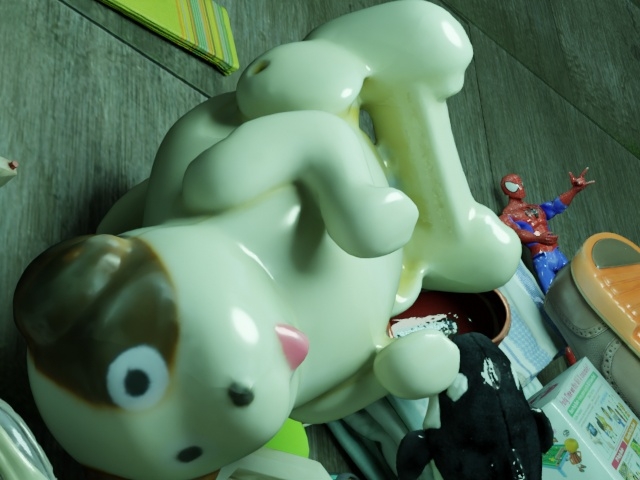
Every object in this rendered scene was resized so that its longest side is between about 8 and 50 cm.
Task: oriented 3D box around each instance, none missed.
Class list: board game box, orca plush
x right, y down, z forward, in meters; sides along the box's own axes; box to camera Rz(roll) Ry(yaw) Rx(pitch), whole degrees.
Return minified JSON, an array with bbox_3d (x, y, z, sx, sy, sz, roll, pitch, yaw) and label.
[{"bbox_3d":[0.312,0.280,1.537,0.303,0.097,0.224,52,19,6],"label":"board game box"},{"bbox_3d":[0.147,0.234,1.381,0.151,0.287,0.102,10,8,-17],"label":"orca plush"}]

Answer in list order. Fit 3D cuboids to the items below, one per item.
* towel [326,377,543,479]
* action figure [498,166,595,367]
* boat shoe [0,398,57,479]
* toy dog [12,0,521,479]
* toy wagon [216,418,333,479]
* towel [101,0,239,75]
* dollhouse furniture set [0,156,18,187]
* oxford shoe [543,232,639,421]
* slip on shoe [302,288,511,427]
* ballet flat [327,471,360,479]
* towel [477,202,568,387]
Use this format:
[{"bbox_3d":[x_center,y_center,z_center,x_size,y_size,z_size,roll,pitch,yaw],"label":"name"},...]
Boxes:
[{"bbox_3d":[0.144,0.194,1.630,0.374,0.090,0.320,56,28,-3],"label":"towel"},{"bbox_3d":[0.320,0.023,1.979,0.091,0.139,0.280,-18,74,-32],"label":"action figure"},{"bbox_3d":[-0.207,0.278,1.037,0.130,0.132,0.355,-29,90,-34],"label":"boat shoe"},{"bbox_3d":[-0.070,0.015,1.209,0.408,0.395,0.285,-53,143,-48],"label":"toy dog"},{"bbox_3d":[-0.040,0.268,1.277,0.267,0.068,0.344,21,51,-39],"label":"toy wagon"},{"bbox_3d":[-0.184,-0.261,1.634,0.237,0.021,0.102,26,38,-41],"label":"towel"},{"bbox_3d":[-0.344,-0.094,1.142,0.183,0.129,0.129,16,50,-49],"label":"dollhouse furniture set"},{"bbox_3d":[0.380,0.168,1.685,0.130,0.133,0.364,-15,64,-39],"label":"oxford shoe"},{"bbox_3d":[0.030,0.097,1.419,0.331,0.101,0.123,-11,76,-21],"label":"slip on shoe"},{"bbox_3d":[0.065,0.286,1.446,0.203,0.074,0.074,45,33,-21],"label":"ballet flat"},{"bbox_3d":[0.179,0.070,1.681,0.209,0.034,0.285,58,28,3],"label":"towel"}]
